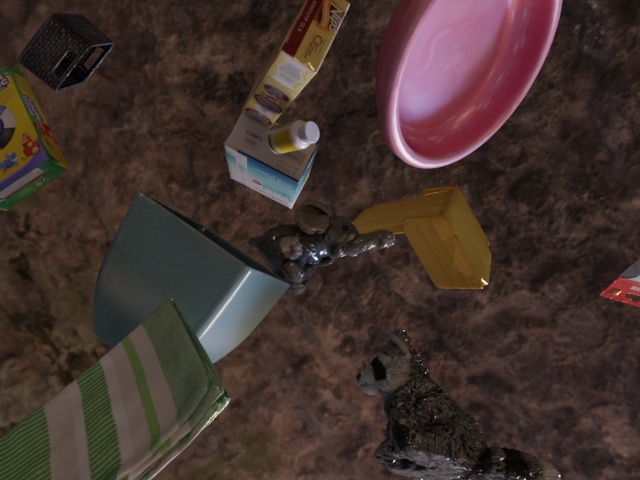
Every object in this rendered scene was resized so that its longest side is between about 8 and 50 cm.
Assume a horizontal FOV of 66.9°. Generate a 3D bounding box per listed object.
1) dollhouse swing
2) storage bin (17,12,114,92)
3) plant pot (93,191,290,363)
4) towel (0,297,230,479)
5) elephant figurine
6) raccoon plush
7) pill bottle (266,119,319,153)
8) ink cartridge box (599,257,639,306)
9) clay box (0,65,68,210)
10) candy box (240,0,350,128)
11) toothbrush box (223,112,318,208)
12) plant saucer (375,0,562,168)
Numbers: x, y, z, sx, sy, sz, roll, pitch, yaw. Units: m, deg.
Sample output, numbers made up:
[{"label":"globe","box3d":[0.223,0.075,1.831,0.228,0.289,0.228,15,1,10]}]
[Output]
[{"label":"dollhouse swing","box3d":[0.302,0.010,1.474,0.305,0.347,0.315,-27,-81,27]},{"label":"storage bin","box3d":[-0.509,-0.383,0.982,0.084,0.122,0.180,41,14,-22]},{"label":"plant pot","box3d":[-0.247,0.106,0.872,0.247,0.252,0.248,32,-3,16]},{"label":"towel","box3d":[-0.263,0.217,0.525,0.248,0.325,0.038,31,-22,55]},{"label":"elephant figurine","box3d":[0.000,0.000,1.050,0.185,0.240,0.169,56,-20,0]},{"label":"raccoon plush","box3d":[0.303,0.399,1.144,0.447,0.299,0.216,18,-40,-6]},{"label":"pill bottle","box3d":[-0.061,-0.235,1.090,0.117,0.065,0.065,-2,-56,42]},{"label":"ink cartridge box","box3d":[0.655,0.086,0.921,0.146,0.045,0.179,16,-45,-2]},{"label":"clay box","box3d":[-0.507,-0.174,0.772,0.222,0.128,0.053,58,4,14]},{"label":"candy box","box3d":[-0.067,-0.391,1.068,0.088,0.182,0.316,30,-18,-17]},{"label":"toothbrush box","box3d":[-0.140,-0.219,1.354,0.217,0.126,0.295,27,-10,-3]},{"label":"plant saucer","box3d":[0.202,-0.266,0.698,0.084,0.332,0.332,47,-27,35]}]
